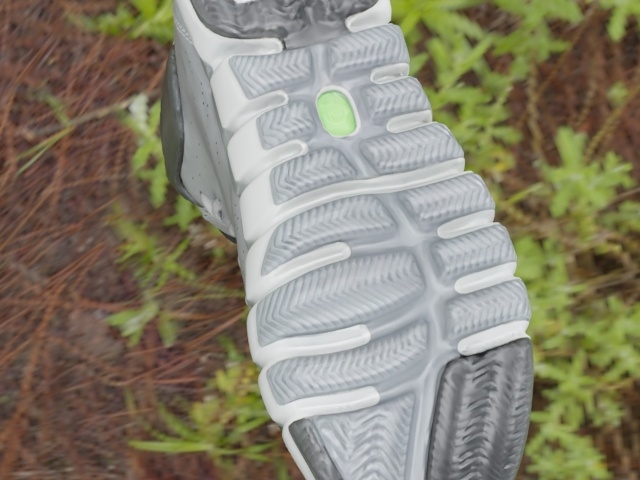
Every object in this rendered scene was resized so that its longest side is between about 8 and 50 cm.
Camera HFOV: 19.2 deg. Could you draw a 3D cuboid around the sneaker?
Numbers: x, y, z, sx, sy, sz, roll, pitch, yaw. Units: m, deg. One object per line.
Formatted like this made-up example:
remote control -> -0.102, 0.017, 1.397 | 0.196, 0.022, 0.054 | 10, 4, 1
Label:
sneaker -> 0.000, 0.000, 0.625 | 0.086, 0.132, 0.228 | -10, 74, -15
